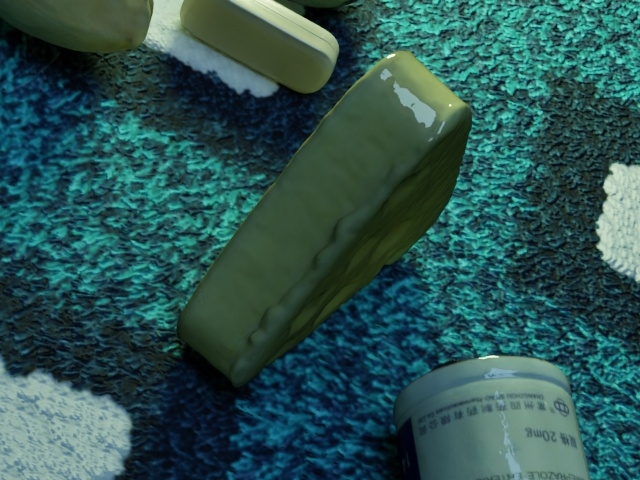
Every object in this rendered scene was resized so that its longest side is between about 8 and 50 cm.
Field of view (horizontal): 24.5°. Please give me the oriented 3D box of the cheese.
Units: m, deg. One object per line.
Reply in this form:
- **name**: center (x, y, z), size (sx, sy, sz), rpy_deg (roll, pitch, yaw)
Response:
- **cheese**: center (0.000, 0.000, 1.532), size (0.104, 0.384, 0.384), rpy_deg (42, 49, 11)

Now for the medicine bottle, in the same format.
- **medicine bottle**: center (0.185, 0.301, 1.461), size (0.190, 0.190, 0.332), rpy_deg (8, 56, -24)

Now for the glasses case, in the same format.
- **glasses case**: center (-0.072, -0.247, 1.760), size (0.196, 0.083, 0.050), rpy_deg (29, 51, -10)

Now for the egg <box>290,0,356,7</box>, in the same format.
- **egg**: center (-0.002, -0.360, 1.835), size (0.181, 0.141, 0.141), rpy_deg (20, 51, -26)

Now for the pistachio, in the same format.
- **pistachio**: center (-0.286, -0.296, 1.629), size (0.229, 0.157, 0.157), rpy_deg (34, 49, -13)
